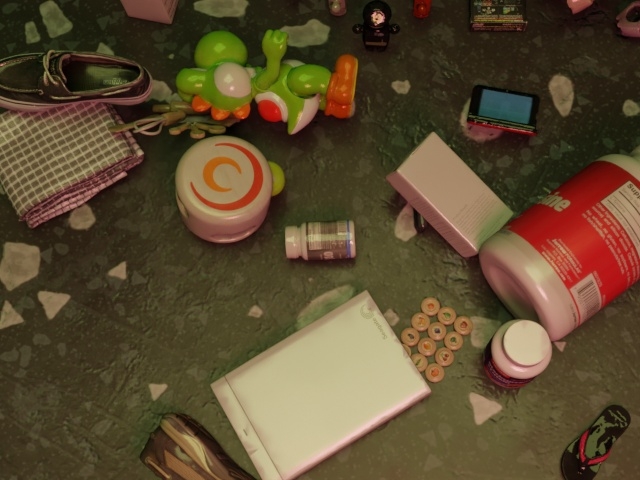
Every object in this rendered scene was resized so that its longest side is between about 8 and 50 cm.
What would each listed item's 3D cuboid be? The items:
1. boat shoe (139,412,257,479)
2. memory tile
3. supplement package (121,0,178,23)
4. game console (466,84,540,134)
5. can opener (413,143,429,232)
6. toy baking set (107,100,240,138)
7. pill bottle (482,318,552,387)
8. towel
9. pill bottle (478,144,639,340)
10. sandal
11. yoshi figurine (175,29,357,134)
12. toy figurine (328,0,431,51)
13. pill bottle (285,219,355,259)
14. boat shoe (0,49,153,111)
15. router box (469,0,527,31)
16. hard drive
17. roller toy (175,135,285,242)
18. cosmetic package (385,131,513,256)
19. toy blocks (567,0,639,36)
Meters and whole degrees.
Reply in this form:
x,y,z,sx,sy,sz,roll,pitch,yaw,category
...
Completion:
x,y,z,sx,sy,sz,roll,pitch,yaw,category
-0.189,0.468,1.564,0.355,0.132,0.130,41,89,23,boat shoe
0.217,0.192,1.676,0.113,0.012,0.148,31,77,12,memory tile
-0.377,-0.565,1.861,0.105,0.179,0.105,12,74,7,supplement package
0.381,-0.271,1.779,0.144,0.124,0.085,11,100,7,game console
0.208,-0.109,1.747,0.073,0.059,0.186,4,72,4,can opener
-0.296,-0.252,1.768,0.256,0.196,0.030,2,113,2,toy baking set
0.360,0.204,1.568,0.108,0.193,0.108,-1,72,3,pill bottle
-0.540,-0.194,1.784,0.284,0.121,0.235,-31,74,-7,towel
0.519,-0.014,1.611,0.408,0.229,0.229,-35,74,-8,pill bottle
0.507,0.375,1.586,0.067,0.040,0.179,39,78,13,sandal
-0.111,-0.351,1.767,0.362,0.203,0.203,2,31,-3,yoshi figurine
0.125,-0.539,1.842,0.213,0.148,0.209,-39,74,-8,toy figurine
0.000,0.000,1.714,0.137,0.078,0.078,-3,72,3,pill bottle
-0.503,-0.331,1.696,0.335,0.119,0.121,-4,78,-7,boat shoe
0.385,-0.504,1.874,0.123,0.038,0.092,2,72,4,router box
-0.001,0.282,1.635,0.353,0.047,0.233,-31,73,-5,hard drive
-0.196,-0.099,1.721,0.209,0.146,0.191,30,69,3,roller toy
0.252,-0.087,1.688,0.231,0.085,0.117,45,75,-4,cosmetic package
0.552,-0.591,1.827,0.260,0.309,0.288,-18,55,31,toy blocks
